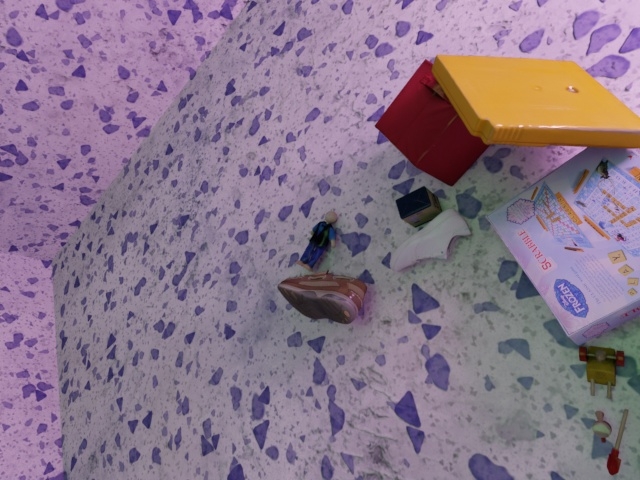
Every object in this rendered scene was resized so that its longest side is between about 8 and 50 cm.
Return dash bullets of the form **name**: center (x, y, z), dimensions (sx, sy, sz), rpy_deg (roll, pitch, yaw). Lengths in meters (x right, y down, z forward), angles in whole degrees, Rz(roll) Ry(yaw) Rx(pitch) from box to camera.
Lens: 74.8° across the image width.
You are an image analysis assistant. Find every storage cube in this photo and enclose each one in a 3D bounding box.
- **storage cube**: center (0.288, -0.275, 1.009), dimensions (0.193, 0.215, 0.184), rpy_deg (-51, 52, 22)

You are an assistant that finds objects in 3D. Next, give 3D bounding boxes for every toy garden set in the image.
- **toy garden set**: center (0.559, 0.293, 0.708), dimensions (0.204, 0.049, 0.244), rpy_deg (-2, 75, 36)

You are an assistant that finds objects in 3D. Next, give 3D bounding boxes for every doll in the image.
- **doll**: center (0.000, 0.000, 1.249), dimensions (0.129, 0.046, 0.189), rpy_deg (23, 84, 50)

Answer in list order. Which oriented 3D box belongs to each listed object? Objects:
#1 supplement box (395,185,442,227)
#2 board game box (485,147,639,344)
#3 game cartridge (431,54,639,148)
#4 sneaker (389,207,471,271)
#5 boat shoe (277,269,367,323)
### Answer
- **supplement box**: center (0.249, -0.083, 1.053), dimensions (0.083, 0.083, 0.056), rpy_deg (-26, 61, 30)
- **board game box**: center (0.526, -0.022, 0.779), dimensions (0.318, 0.066, 0.319), rpy_deg (-38, 41, 23)
- **game cartridge**: center (0.411, -0.277, 0.819), dimensions (0.053, 0.323, 0.285), rpy_deg (96, 170, -46)
- **sneaker**: center (0.265, 0.021, 1.019), dimensions (0.212, 0.080, 0.094), rpy_deg (-43, 65, 18)
- **boat shoe**: center (0.004, 0.146, 1.169), dimensions (0.324, 0.123, 0.116), rpy_deg (6, 45, 48)
